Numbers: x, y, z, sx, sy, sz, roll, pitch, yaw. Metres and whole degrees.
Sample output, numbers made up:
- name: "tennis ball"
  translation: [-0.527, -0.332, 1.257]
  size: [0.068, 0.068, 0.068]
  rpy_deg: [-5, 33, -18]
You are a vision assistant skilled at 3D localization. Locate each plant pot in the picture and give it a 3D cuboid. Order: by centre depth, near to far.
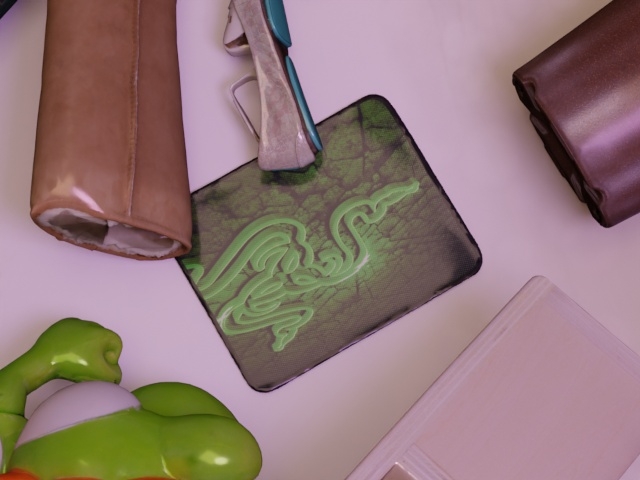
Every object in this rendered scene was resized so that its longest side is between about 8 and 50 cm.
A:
- name: "plant pot"
  translation: [0.229, -0.102, 1.249]
  size: [0.165, 0.167, 0.167]
  rpy_deg: [-31, 78, 3]

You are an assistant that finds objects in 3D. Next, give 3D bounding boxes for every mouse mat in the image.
- name: "mouse mat"
  translation: [0.000, 0.000, 1.299]
  size: [0.189, 0.007, 0.153]
  rpy_deg: [-30, 78, -5]

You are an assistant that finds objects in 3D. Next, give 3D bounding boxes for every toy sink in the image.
- name: "toy sink"
  translation: [0.094, 0.164, 1.148]
  size: [0.131, 0.153, 0.234]
  rpy_deg: [41, 58, 9]

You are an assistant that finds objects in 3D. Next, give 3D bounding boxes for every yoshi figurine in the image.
- name: "yoshi figurine"
  translation: [-0.199, 0.148, 1.211]
  size: [0.362, 0.204, 0.203]
  rpy_deg: [4, 36, 16]

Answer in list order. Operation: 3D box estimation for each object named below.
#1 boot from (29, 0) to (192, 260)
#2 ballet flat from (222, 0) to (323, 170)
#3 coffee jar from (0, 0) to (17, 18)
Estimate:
- name: "boot"
  translation: [-0.170, -0.141, 1.236]
  size: [0.236, 0.089, 0.270]
  rpy_deg: [16, 69, -42]
- name: "ballet flat"
  translation: [-0.044, -0.128, 1.303]
  size: [0.052, 0.057, 0.168]
  rpy_deg: [-17, 73, 9]
- name: "coffee jar"
  translation: [-0.287, -0.149, 1.290]
  size: [0.079, 0.096, 0.184]
  rpy_deg: [25, 75, 45]
